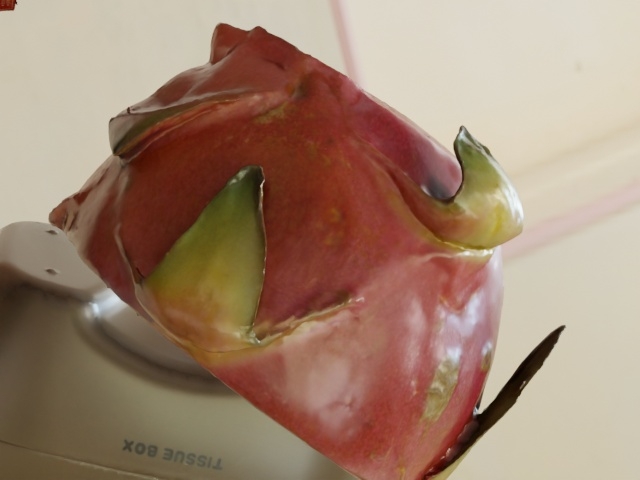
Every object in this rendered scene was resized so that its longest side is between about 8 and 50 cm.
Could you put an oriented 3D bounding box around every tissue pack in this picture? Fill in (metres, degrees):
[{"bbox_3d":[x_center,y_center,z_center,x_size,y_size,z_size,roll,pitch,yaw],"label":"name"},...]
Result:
[{"bbox_3d":[-0.150,0.160,1.661,0.387,0.277,0.267,14,-163,-13],"label":"tissue pack"}]

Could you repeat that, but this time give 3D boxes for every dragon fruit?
[{"bbox_3d":[0.000,0.000,1.075,0.189,0.290,0.290,-52,-156,-1],"label":"dragon fruit"}]

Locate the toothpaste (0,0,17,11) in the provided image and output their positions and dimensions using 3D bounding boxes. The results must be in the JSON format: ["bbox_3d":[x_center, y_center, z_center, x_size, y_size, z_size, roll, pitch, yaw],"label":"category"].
[{"bbox_3d":[-0.255,-0.292,1.373,0.066,0.076,0.320,-7,152,-18],"label":"toothpaste"}]
